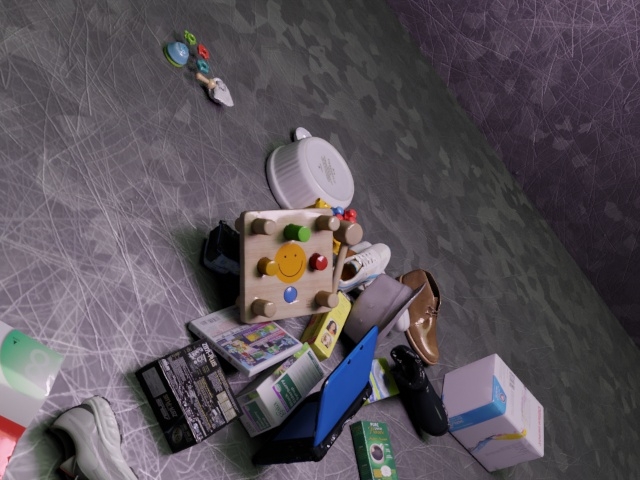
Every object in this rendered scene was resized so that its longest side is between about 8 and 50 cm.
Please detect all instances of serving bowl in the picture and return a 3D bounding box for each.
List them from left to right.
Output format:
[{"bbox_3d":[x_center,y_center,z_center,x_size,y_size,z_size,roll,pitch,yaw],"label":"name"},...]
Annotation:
[{"bbox_3d":[-0.054,-0.306,2.253,0.083,0.027,0.083,34,41,-35],"label":"serving bowl"}]

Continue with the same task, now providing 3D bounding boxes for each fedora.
[{"bbox_3d":[0.156,0.186,1.979,0.124,0.275,0.243,37,14,7],"label":"fedora"}]

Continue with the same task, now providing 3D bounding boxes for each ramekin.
[{"bbox_3d":[-0.019,-0.176,2.110,0.272,0.127,0.273,33,42,-35],"label":"ramekin"}]

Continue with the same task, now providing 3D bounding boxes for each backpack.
[{"bbox_3d":[-0.215,0.029,1.725,0.114,0.084,0.105,32,40,-30],"label":"backpack"}]

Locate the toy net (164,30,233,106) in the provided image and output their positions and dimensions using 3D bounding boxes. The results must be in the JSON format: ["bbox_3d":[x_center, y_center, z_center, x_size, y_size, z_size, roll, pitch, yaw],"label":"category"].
[{"bbox_3d":[-0.322,-0.458,2.002,0.232,0.045,0.122,51,32,-17],"label":"toy net"}]

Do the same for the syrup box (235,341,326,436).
[{"bbox_3d":[-0.092,0.333,1.647,0.093,0.096,0.237,58,32,-2],"label":"syrup box"}]

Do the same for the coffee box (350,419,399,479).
[{"bbox_3d":[0.140,0.549,1.840,0.113,0.040,0.184,18,52,-47],"label":"coffee box"}]

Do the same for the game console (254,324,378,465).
[{"bbox_3d":[-0.005,0.333,1.594,0.293,0.250,0.173,-35,107,-57],"label":"game console"}]

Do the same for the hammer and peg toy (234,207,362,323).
[{"bbox_3d":[-0.032,0.057,1.722,0.361,0.127,0.266,-3,97,-38],"label":"hammer and peg toy"}]

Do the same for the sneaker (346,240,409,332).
[{"bbox_3d":[0.147,0.154,2.126,0.123,0.106,0.290,-27,85,-39],"label":"sneaker"}]

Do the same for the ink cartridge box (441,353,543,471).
[{"bbox_3d":[0.527,0.530,2.231,0.270,0.197,0.198,47,34,-19],"label":"ink cartridge box"}]

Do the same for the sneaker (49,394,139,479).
[{"bbox_3d":[-0.372,0.404,1.231,0.108,0.100,0.272,-17,75,-42],"label":"sneaker"}]

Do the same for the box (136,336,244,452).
[{"bbox_3d":[-0.259,0.305,1.459,0.147,0.077,0.180,-22,83,-57],"label":"box"}]

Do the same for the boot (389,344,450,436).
[{"bbox_3d":[0.268,0.415,2.002,0.247,0.094,0.207,67,7,22],"label":"boot"}]

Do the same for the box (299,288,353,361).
[{"bbox_3d":[0.009,0.225,1.877,0.058,0.087,0.232,48,36,-14],"label":"box"}]

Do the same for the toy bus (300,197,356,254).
[{"bbox_3d":[0.000,0.000,1.924,0.149,0.211,0.220,39,40,-31],"label":"toy bus"}]

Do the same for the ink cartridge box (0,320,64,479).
[{"bbox_3d":[-0.533,0.240,1.166,0.181,0.056,0.225,39,37,-29],"label":"ink cartridge box"}]

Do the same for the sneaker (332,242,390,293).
[{"bbox_3d":[0.111,0.075,2.027,0.228,0.092,0.087,-33,74,-25],"label":"sneaker"}]

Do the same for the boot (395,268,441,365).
[{"bbox_3d":[0.324,0.233,2.269,0.112,0.115,0.306,14,55,-50],"label":"boot"}]

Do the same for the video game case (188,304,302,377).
[{"bbox_3d":[-0.164,0.214,1.626,0.183,0.023,0.201,35,25,22],"label":"video game case"}]

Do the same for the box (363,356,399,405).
[{"bbox_3d":[0.135,0.379,1.965,0.178,0.042,0.109,0,65,-54],"label":"box"}]
